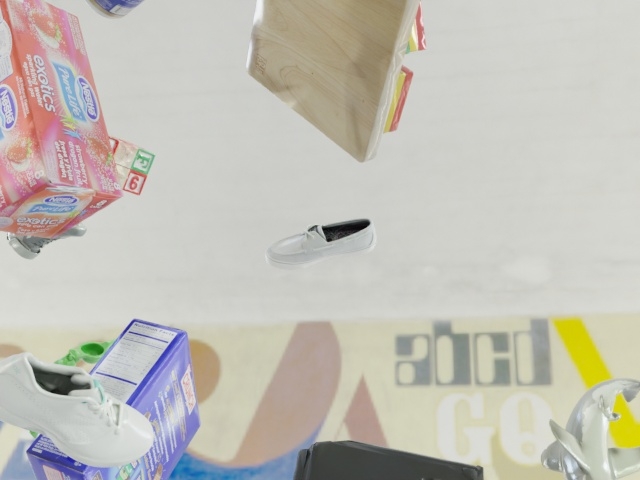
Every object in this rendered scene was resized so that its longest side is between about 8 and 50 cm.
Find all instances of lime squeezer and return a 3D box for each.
[{"bbox_3d":[-0.457,0.251,1.693,0.059,0.310,0.110,19,-35,51],"label":"lime squeezer"}]

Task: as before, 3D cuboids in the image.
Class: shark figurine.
[{"bbox_3d":[0.328,0.240,1.066,0.166,0.278,0.116,42,-44,-4],"label":"shark figurine"}]

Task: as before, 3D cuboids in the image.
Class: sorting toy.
[{"bbox_3d":[0.031,-0.279,1.118,0.089,0.257,0.255,-19,-42,-37],"label":"sorting toy"}]

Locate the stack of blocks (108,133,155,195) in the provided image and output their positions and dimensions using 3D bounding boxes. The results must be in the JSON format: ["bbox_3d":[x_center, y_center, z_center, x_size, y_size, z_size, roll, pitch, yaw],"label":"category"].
[{"bbox_3d":[-0.477,-0.187,1.679,0.171,0.087,0.297,20,3,-46],"label":"stack of blocks"}]

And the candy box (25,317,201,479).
[{"bbox_3d":[-0.336,0.336,1.482,0.122,0.317,0.268,15,-48,18],"label":"candy box"}]

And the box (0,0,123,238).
[{"bbox_3d":[-0.340,-0.145,1.010,0.128,0.257,0.122,-27,-18,25],"label":"box"}]

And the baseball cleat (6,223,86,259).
[{"bbox_3d":[-0.579,-0.007,1.830,0.205,0.109,0.072,11,2,30],"label":"baseball cleat"}]

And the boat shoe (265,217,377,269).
[{"bbox_3d":[0.000,0.000,1.398,0.184,0.066,0.063,-6,-44,0],"label":"boat shoe"}]

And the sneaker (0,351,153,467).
[{"bbox_3d":[-0.254,0.180,0.933,0.094,0.080,0.212,-35,-48,28],"label":"sneaker"}]

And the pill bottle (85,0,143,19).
[{"bbox_3d":[-0.309,-0.460,1.440,0.186,0.112,0.112,-25,-39,35],"label":"pill bottle"}]

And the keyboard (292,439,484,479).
[{"bbox_3d":[0.063,0.255,0.458,0.201,0.317,0.033,12,-46,0],"label":"keyboard"}]
